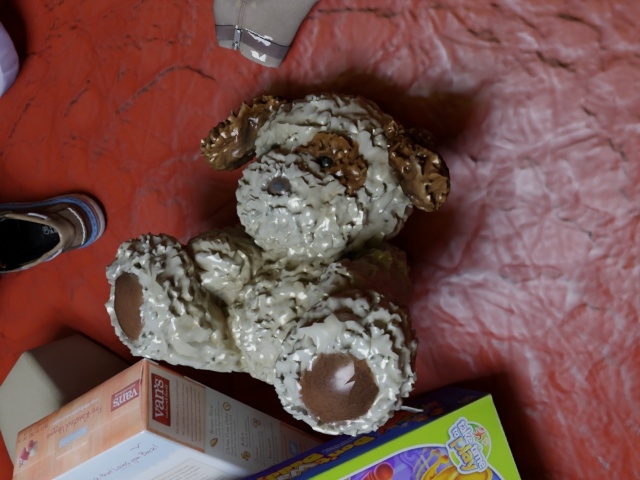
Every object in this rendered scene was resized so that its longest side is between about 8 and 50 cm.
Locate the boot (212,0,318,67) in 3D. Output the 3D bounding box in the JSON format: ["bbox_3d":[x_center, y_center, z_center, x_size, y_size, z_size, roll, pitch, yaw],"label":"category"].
[{"bbox_3d":[-0.028,-0.177,0.679,0.118,0.042,0.087,22,119,14],"label":"boot"}]

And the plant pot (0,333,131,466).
[{"bbox_3d":[-0.241,0.153,0.826,0.096,0.109,0.109,47,117,16],"label":"plant pot"}]

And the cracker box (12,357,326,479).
[{"bbox_3d":[-0.115,0.194,0.733,0.155,0.067,0.232,-30,137,25],"label":"cracker box"}]

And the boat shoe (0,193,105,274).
[{"bbox_3d":[-0.292,-0.002,0.813,0.183,0.066,0.066,-17,100,25],"label":"boat shoe"}]

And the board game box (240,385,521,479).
[{"bbox_3d":[0.074,0.319,0.671,0.233,0.078,0.347,-21,92,-19],"label":"board game box"}]

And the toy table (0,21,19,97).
[{"bbox_3d":[-0.416,-0.147,0.730,0.274,0.161,0.252,10,138,16],"label":"toy table"}]

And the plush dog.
[{"bbox_3d":[0.000,0.000,0.659,0.262,0.210,0.226,15,93,34],"label":"plush dog"}]
